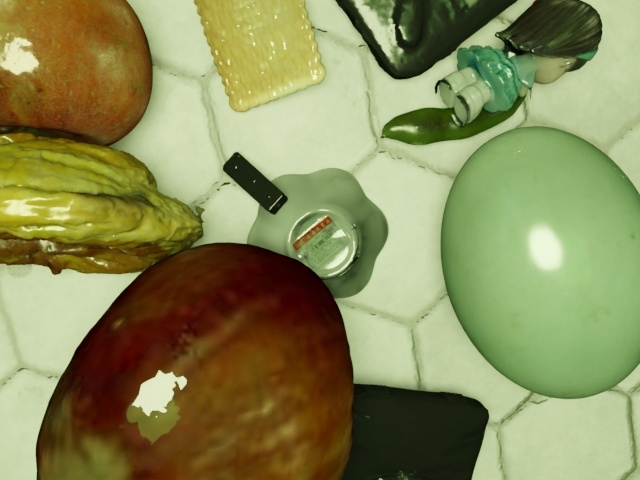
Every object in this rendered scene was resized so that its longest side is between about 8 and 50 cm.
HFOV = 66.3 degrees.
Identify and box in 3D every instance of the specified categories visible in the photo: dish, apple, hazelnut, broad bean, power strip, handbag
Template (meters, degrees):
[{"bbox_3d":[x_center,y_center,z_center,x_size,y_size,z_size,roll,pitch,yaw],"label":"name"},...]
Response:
[{"bbox_3d":[0.000,0.000,0.749,0.229,0.081,0.229,-1,98,-5],"label":"dish"},{"bbox_3d":[-0.339,-0.235,0.606,0.253,0.253,0.253,-1,98,-6],"label":"apple"},{"bbox_3d":[-0.142,0.207,0.611,0.353,0.421,0.421,39,93,30],"label":"hazelnut"},{"bbox_3d":[0.214,-0.189,0.763,0.254,0.046,0.065,-16,92,-5],"label":"broad bean"},{"bbox_3d":[-0.097,-0.085,0.730,0.111,0.029,0.038,43,92,20],"label":"power strip"},{"bbox_3d":[0.122,0.350,0.784,0.275,0.088,0.244,11,94,-21],"label":"handbag"}]

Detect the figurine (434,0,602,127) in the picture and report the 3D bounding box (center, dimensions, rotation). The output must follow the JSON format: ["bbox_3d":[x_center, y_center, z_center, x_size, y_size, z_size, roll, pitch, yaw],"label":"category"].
[{"bbox_3d":[0.285,-0.271,0.716,0.245,0.110,0.138,-32,67,-4],"label":"figurine"}]

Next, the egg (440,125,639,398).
[{"bbox_3d":[0.313,0.035,0.687,0.276,0.276,0.389,-18,98,-3],"label":"egg"}]

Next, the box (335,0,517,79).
[{"bbox_3d":[0.153,-0.462,0.697,0.359,0.091,0.350,-39,100,2],"label":"box"}]

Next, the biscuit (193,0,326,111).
[{"bbox_3d":[-0.096,-0.325,0.701,0.160,0.030,0.249,-16,99,17],"label":"biscuit"}]

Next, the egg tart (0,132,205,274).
[{"bbox_3d":[-0.333,-0.045,0.607,0.352,0.339,0.153,-2,80,2],"label":"egg tart"}]
